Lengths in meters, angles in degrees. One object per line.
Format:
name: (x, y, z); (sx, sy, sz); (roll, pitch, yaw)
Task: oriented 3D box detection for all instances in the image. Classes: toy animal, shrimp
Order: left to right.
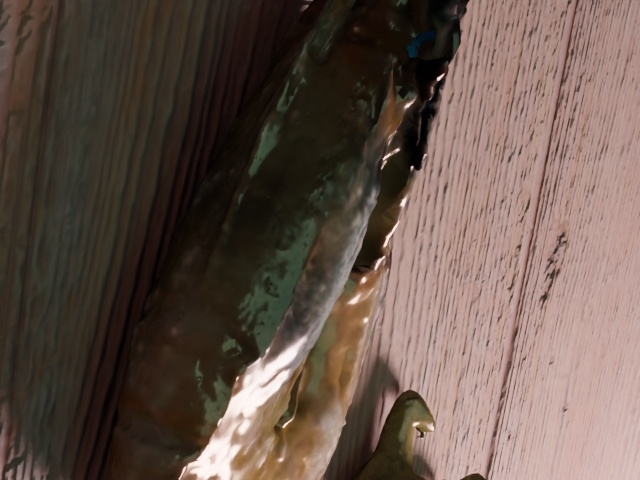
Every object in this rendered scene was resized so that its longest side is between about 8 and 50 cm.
shrimp: (0.000, 0.000, 0.929); (0.221, 0.110, 0.446); (15, 98, -58)
toy animal: (0.074, 0.221, 1.136); (0.101, 0.103, 0.219); (-33, 135, -13)
